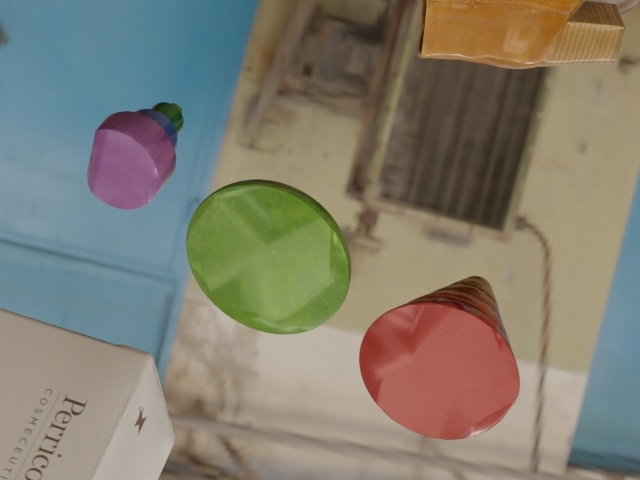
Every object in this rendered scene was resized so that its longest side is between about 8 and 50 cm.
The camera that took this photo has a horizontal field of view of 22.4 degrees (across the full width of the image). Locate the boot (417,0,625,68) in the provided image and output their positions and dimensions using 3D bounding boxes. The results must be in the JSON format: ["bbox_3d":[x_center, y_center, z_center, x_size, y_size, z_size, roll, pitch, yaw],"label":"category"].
[{"bbox_3d":[0.196,-0.296,1.513,0.211,0.295,0.104,4,-152,-7],"label":"boot"}]

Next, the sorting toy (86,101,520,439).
[{"bbox_3d":[0.000,0.000,1.218,0.365,0.127,0.126,33,-143,1],"label":"sorting toy"}]

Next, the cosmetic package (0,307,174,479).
[{"bbox_3d":[-0.265,0.181,0.667,0.284,0.377,0.097,16,150,15],"label":"cosmetic package"}]

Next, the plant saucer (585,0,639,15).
[{"bbox_3d":[0.298,-0.305,1.853,0.277,0.041,0.278,-17,159,-7],"label":"plant saucer"}]
